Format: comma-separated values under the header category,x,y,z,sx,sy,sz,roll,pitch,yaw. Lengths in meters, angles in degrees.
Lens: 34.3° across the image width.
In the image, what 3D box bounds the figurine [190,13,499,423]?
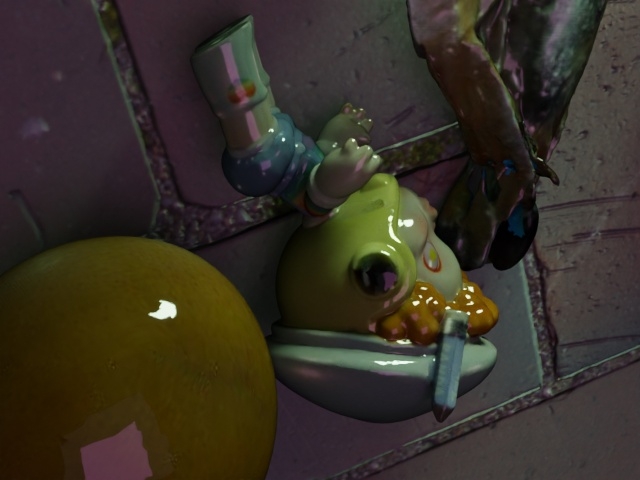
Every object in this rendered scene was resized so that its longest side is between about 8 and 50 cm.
category,x,y,z,sx,sy,sz,roll,pitch,yaw
figurine,-0.002,-0.010,0.918,0.205,0.224,0.381,-30,92,6

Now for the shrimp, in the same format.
category,x,y,z,sx,sy,sz,roll,pitch,yaw
shrimp,0.162,-0.174,0.916,0.221,0.110,0.445,-12,117,-29

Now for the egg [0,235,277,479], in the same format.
category,x,y,z,sx,sy,sz,roll,pitch,yaw
egg,-0.188,0.162,0.833,0.283,0.282,0.351,28,106,-27
